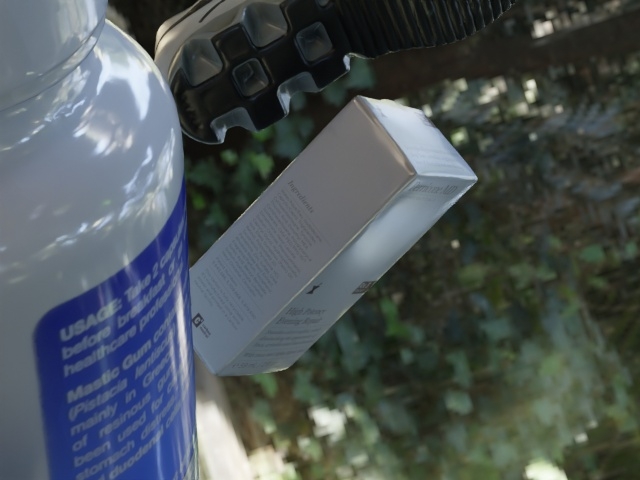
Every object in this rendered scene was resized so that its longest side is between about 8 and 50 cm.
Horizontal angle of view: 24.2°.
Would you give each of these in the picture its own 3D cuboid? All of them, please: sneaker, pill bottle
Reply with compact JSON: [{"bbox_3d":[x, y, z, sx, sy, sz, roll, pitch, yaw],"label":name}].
[{"bbox_3d":[0.013,-0.205,1.187,0.146,0.330,0.122,-122,-170,-54],"label":"sneaker"},{"bbox_3d":[-0.118,0.012,0.486,0.152,0.152,0.272,-106,-166,-50],"label":"pill bottle"}]

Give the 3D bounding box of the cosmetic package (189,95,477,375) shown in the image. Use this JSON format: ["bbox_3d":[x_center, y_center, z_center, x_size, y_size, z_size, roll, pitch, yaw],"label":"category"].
[{"bbox_3d":[0.000,0.000,1.152,0.085,0.231,0.117,53,23,19],"label":"cosmetic package"}]
